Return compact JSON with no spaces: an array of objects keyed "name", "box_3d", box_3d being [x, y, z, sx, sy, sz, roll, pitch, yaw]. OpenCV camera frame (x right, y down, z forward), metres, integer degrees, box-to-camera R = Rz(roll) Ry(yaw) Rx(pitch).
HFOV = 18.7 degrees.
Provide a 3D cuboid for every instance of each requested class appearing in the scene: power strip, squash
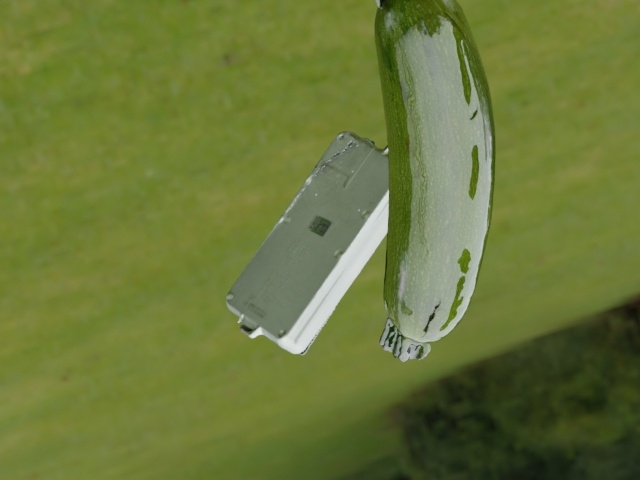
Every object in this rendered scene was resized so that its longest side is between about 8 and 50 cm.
[{"name":"power strip","box_3d":[0.000,0.000,1.561,0.192,0.081,0.035,-55,143,-2]},{"name":"squash","box_3d":[0.075,-0.046,1.269,0.071,0.318,0.080,-22,-144,-30]}]
